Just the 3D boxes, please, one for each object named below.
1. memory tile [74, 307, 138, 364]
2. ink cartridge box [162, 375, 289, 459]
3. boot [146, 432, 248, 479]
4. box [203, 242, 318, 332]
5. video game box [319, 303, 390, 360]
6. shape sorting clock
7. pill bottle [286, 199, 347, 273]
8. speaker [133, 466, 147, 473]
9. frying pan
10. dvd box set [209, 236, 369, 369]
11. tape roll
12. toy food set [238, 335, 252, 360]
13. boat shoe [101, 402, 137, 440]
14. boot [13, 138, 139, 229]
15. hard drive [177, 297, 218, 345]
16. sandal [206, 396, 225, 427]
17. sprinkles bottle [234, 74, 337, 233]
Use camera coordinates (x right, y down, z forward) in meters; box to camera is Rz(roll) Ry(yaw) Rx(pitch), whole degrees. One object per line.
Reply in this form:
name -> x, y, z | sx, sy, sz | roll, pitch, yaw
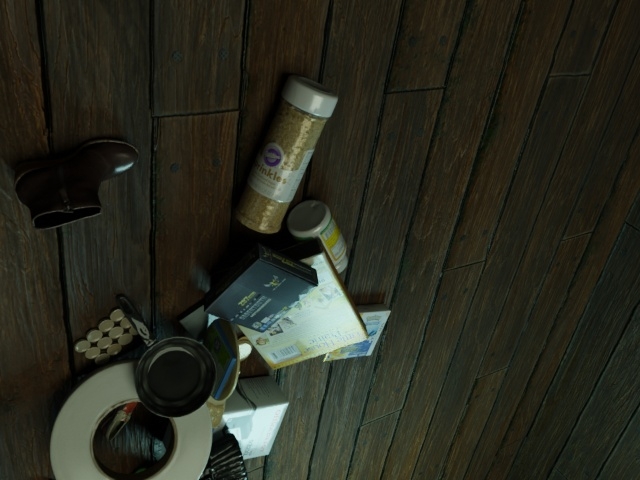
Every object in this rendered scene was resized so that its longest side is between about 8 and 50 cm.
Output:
memory tile -> -0.511, 0.233, 1.589 | 0.148, 0.012, 0.113 | -42, 138, -4
ink cartridge box -> -0.274, 0.531, 1.915 | 0.307, 0.129, 0.223 | 1, 121, -37
boot -> -0.328, 0.710, 1.822 | 0.260, 0.131, 0.348 | -15, 129, -24
box -> -0.147, 0.122, 1.597 | 0.183, 0.059, 0.232 | 27, 125, -33
video game box -> 0.107, 0.290, 2.081 | 0.205, 0.048, 0.187 | 0, 119, -38
shape sorting clock -> -0.253, 0.300, 1.659 | 0.040, 0.206, 0.206 | 2, 121, -38
pill bottle -> 0.000, 0.000, 1.719 | 0.117, 0.117, 0.208 | -37, 137, -7
speaker -> -0.441, 0.770, 1.979 | 0.131, 0.131, 0.296 | -46, 138, 1
frying pan -> -0.404, 0.296, 1.585 | 0.326, 0.053, 0.197 | 36, 77, -16
dvd box set -> -0.070, 0.185, 1.771 | 0.307, 0.062, 0.420 | -20, 137, 9
tape roll -> -0.463, 0.488, 1.626 | 0.392, 0.072, 0.392 | 0, 89, -20
toy food set -> -0.232, 0.312, 1.857 | 0.082, 0.020, 0.083 | -29, 136, -16
boat shoe -> -0.528, 0.469, 1.738 | 0.137, 0.043, 0.049 | -49, 135, 3
boot -> -0.439, -0.102, 1.238 | 0.248, 0.207, 0.090 | -17, 131, -27
hard drive -> -0.306, 0.217, 1.725 | 0.094, 0.022, 0.135 | -35, 137, -10
sandal -> -0.265, 0.379, 1.747 | 0.088, 0.079, 0.240 | 12, 78, -36
sprinkles bottle -> -0.083, -0.192, 1.503 | 0.121, 0.121, 0.355 | 6, 118, -40
